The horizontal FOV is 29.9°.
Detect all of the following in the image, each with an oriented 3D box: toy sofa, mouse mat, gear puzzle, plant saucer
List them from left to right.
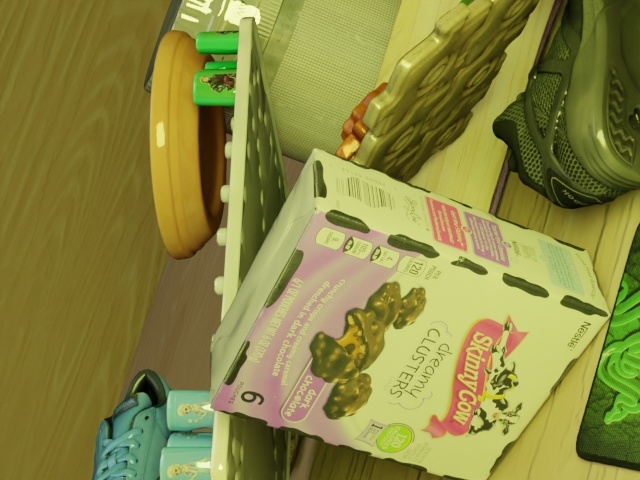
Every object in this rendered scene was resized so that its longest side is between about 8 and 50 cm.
[{"bbox_3d":[-0.111,-0.083,1.047,0.200,0.037,0.200,0,-90,-85],"label":"plant saucer"},{"bbox_3d":[0.090,-0.104,1.010,0.150,0.177,0.362,65,-139,-76],"label":"toy sofa"},{"bbox_3d":[0.070,-0.119,0.748,0.175,0.044,0.339,-41,-12,-25],"label":"gear puzzle"},{"bbox_3d":[0.194,0.047,0.616,0.190,0.007,0.152,162,126,-74],"label":"mouse mat"}]

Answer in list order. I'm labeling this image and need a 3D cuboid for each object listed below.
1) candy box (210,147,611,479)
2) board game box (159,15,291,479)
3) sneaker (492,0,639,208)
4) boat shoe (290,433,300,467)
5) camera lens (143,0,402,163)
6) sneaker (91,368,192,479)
[{"bbox_3d":[0.051,0.055,0.752,0.070,0.196,0.165,-94,28,-55],"label":"candy box"},{"bbox_3d":[-0.066,0.078,1.031,0.390,0.050,0.390,80,-170,-62],"label":"board game box"},{"bbox_3d":[0.170,-0.120,0.776,0.130,0.087,0.227,-33,43,58],"label":"sneaker"},{"bbox_3d":[-0.045,0.218,1.234,0.045,0.050,0.135,-106,28,-63],"label":"boat shoe"},{"bbox_3d":[-0.016,-0.195,1.218,0.219,0.274,0.219,-160,90,-77],"label":"camera lens"},{"bbox_3d":[-0.142,0.165,0.862,0.209,0.069,0.082,-75,-27,-67],"label":"sneaker"}]
